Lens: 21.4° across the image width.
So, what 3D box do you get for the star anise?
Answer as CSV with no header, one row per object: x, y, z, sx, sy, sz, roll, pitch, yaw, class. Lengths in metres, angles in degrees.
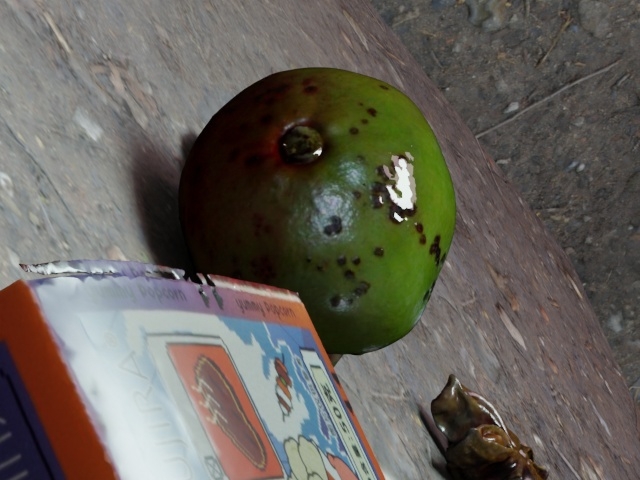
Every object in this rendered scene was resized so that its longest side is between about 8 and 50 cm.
0.205,0.268,2.100,0.220,0.099,0.214,49,2,-18,star anise

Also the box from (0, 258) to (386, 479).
-0.089,0.226,0.820,0.349,0.257,0.318,63,16,15,box

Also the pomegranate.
0.016,0.001,1.644,0.291,0.290,0.323,-102,165,-53,pomegranate
